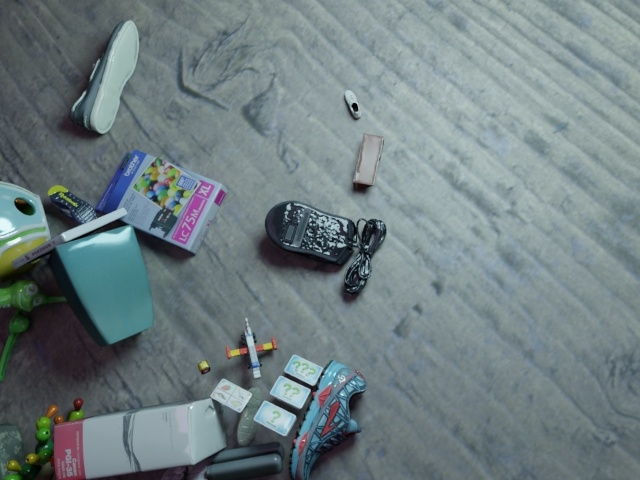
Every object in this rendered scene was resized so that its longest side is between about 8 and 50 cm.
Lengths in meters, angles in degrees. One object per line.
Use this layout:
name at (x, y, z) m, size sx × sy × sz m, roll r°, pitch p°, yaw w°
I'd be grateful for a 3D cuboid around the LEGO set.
LEGO set at (-0.138, 0.285, 1.095) m, size 0.245 × 0.060 × 0.182 m, roll 23°, pitch 48°, yaw 14°

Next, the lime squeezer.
lime squeezer at (-0.708, 0.201, 1.249) m, size 0.310 × 0.059 × 0.110 m, roll -43°, pitch 104°, yaw -5°

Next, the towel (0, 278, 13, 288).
towel at (-0.865, 0.088, 1.306) m, size 0.152 × 0.023 × 0.113 m, roll 12°, pitch 79°, yaw 11°

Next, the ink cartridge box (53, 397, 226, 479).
ink cartridge box at (-0.363, 0.409, 1.057) m, size 0.283 × 0.207 × 0.117 m, roll -10°, pitch 76°, yaw 6°

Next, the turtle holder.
turtle holder at (-0.770, -0.003, 1.199) m, size 0.228 × 0.243 × 0.320 m, roll -14°, pitch 43°, yaw -31°

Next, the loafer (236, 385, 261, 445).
loafer at (-0.160, 0.388, 1.125) m, size 0.045 × 0.039 × 0.125 m, roll 15°, pitch 80°, yaw -22°

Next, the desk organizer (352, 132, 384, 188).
desk organizer at (0.116, -0.188, 1.217) m, size 0.050 × 0.047 × 0.130 m, roll 11°, pitch 78°, yaw 8°

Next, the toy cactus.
toy cactus at (-0.597, 0.474, 1.116) m, size 0.112 × 0.219 × 0.180 m, roll 18°, pitch 120°, yaw -3°

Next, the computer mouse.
computer mouse at (0.000, 0.000, 1.182) m, size 0.272 × 0.072 × 0.188 m, roll 22°, pitch 78°, yaw 1°

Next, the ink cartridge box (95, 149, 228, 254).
ink cartridge box at (-0.412, -0.107, 1.270) m, size 0.311 × 0.065 × 0.185 m, roll 22°, pitch 80°, yaw 15°

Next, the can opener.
can opener at (-0.211, 0.502, 1.093) m, size 0.281 × 0.074 × 0.093 m, roll -17°, pitch 109°, yaw 6°

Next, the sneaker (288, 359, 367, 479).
sneaker at (0.020, 0.392, 1.059) m, size 0.125 × 0.104 × 0.261 m, roll 21°, pitch 80°, yaw 11°

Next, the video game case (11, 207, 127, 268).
video game case at (-0.577, -0.009, 1.171) m, size 0.184 × 0.201 × 0.023 m, roll -22°, pitch 102°, yaw 25°

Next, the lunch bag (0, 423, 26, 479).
lunch bag at (-0.777, 0.560, 1.056) m, size 0.213 × 0.256 × 0.304 m, roll -18°, pitch 75°, yaw 4°

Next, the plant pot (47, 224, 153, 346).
plant pot at (-0.484, 0.113, 1.147) m, size 0.166 × 0.165 × 0.234 m, roll -21°, pitch 89°, yaw -35°

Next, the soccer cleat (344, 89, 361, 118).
soccer cleat at (0.082, -0.345, 1.266) m, size 0.029 × 0.035 × 0.083 m, roll -19°, pitch 75°, yaw 4°

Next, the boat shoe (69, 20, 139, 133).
boat shoe at (-0.580, -0.447, 1.349) m, size 0.099 × 0.116 × 0.319 m, roll 15°, pitch 84°, yaw 8°

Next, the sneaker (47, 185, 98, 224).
sneaker at (-0.633, -0.081, 1.302) m, size 0.144 × 0.059 × 0.053 m, roll 41°, pitch 56°, yaw -1°
